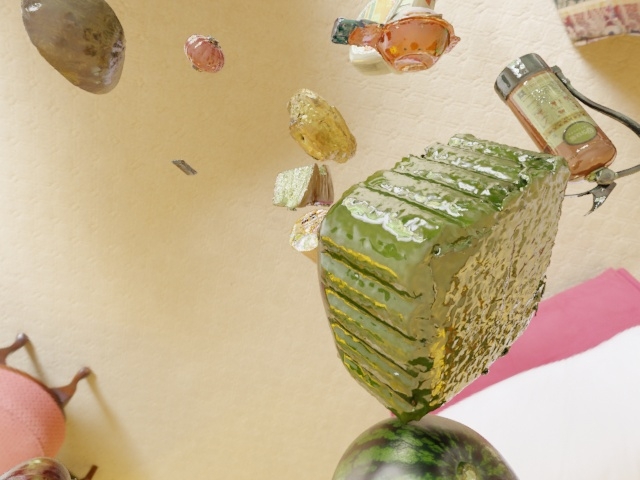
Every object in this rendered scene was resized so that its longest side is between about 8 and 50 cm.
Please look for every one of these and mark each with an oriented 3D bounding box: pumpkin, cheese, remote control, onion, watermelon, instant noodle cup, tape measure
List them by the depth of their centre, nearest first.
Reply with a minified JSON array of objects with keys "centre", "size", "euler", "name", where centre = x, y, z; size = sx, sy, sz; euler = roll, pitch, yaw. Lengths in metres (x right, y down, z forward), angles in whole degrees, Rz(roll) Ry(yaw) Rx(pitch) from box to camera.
[{"centre":[-0.390,0.357,0.538],"size":[0.119,0.118,0.117],"euler":[-8,93,5],"name":"onion"},{"centre":[0.147,0.389,0.552],"size":[0.286,0.285,0.284],"euler":[0,112,1],"name":"watermelon"},{"centre":[-0.605,-0.510,1.034],"size":[0.170,0.148,0.312],"euler":[-5,146,22],"name":"pumpkin"},{"centre":[0.194,-0.518,1.035],"size":[0.330,0.217,0.129],"euler":[2,86,-9],"name":"cheese"},{"centre":[-0.386,-0.205,1.146],"size":[0.039,0.096,0.014],"euler":[0,77,8],"name":"remote control"},{"centre":[0.224,-0.654,1.265],"size":[0.130,0.265,0.257],"euler":[18,86,-49],"name":"tape measure"},{"centre":[0.000,0.000,1.694],"size":[0.216,0.215,0.172],"euler":[-28,134,12],"name":"instant noodle cup"}]

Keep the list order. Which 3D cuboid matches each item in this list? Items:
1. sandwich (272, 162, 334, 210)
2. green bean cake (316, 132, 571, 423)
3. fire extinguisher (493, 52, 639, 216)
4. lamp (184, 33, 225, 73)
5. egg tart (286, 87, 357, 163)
[{"centre":[-0.051,-0.150,1.160],"size":[0.122,0.236,0.128],"euler":[-8,94,19],"name":"sandwich"},{"centre":[0.161,0.034,0.566],"size":[0.335,0.218,0.318],"euler":[-25,127,-33],"name":"green bean cake"},{"centre":[0.545,-0.247,0.856],"size":[0.200,0.113,0.375],"euler":[-30,66,22],"name":"fire extinguisher"},{"centre":[-0.300,-0.485,1.051],"size":[0.108,0.107,0.092],"euler":[35,112,-12],"name":"lamp"},{"centre":[-0.014,-0.402,1.519],"size":[0.341,0.341,0.129],"euler":[44,80,-15],"name":"egg tart"}]
